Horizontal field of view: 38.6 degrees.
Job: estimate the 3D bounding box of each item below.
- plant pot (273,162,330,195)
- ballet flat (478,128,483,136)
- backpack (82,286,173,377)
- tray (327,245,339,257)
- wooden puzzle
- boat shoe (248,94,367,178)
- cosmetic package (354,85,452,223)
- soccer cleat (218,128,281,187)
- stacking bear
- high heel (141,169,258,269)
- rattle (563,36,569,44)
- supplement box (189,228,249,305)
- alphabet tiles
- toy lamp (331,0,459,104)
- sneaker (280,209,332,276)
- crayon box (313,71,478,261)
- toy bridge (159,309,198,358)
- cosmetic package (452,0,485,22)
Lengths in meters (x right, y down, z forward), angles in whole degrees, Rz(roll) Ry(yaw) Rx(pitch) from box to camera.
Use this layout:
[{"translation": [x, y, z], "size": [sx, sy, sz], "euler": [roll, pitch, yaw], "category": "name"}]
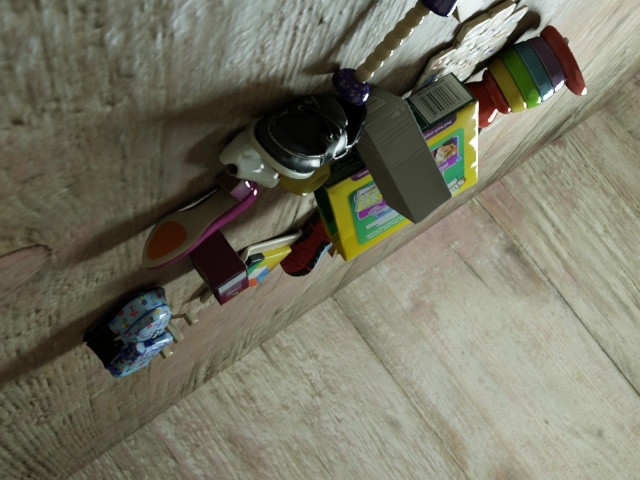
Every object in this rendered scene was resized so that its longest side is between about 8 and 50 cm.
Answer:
[{"translation": [-0.037, -0.137, 1.664], "size": [0.134, 0.095, 0.134], "euler": [-35, 169, -8], "category": "plant pot"}, {"translation": [0.400, -0.320, 2.402], "size": [0.086, 0.086, 0.248], "euler": [-25, 163, -49], "category": "ballet flat"}, {"translation": [-0.374, 0.181, 1.889], "size": [0.173, 0.117, 0.158], "euler": [-44, 169, 20], "category": "backpack"}, {"translation": [0.188, -0.114, 2.590], "size": [0.411, 0.076, 0.203], "euler": [-35, 170, -15], "category": "tray"}, {"translation": [-0.167, 0.069, 2.281], "size": [0.221, 0.044, 0.239], "euler": [-45, 167, 35], "category": "wooden puzzle"}, {"translation": [-0.003, -0.186, 1.487], "size": [0.113, 0.127, 0.340], "euler": [-43, 170, 23], "category": "boat shoe"}, {"translation": [0.143, -0.161, 1.728], "size": [0.107, 0.238, 0.127], "euler": [-34, -149, -10], "category": "cosmetic package"}, {"translation": [-0.120, -0.129, 1.530], "size": [0.076, 0.068, 0.196], "euler": [-34, 163, -1], "category": "soccer cleat"}, {"translation": [0.446, -0.364, 2.143], "size": [0.289, 0.175, 0.164], "euler": [-29, 149, 9], "category": "stacking bear"}, {"translation": [-0.209, -0.029, 1.616], "size": [0.244, 0.082, 0.117], "euler": [-49, 160, -7], "category": "high heel"}, {"translation": [0.544, -0.454, 2.307], "size": [0.143, 0.130, 0.199], "euler": [-41, 151, -62], "category": "rattle"}, {"translation": [-0.211, 0.059, 1.925], "size": [0.081, 0.104, 0.188], "euler": [-35, 169, -11], "category": "supplement box"}, {"translation": [0.302, -0.390, 1.898], "size": [0.278, 0.021, 0.284], "euler": [-33, 169, -22], "category": "alphabet tiles"}, {"translation": [0.127, -0.328, 1.437], "size": [0.275, 0.080, 0.080], "euler": [-42, 169, 37], "category": "toy lamp"}, {"translation": [0.000, 0.000, 2.379], "size": [0.262, 0.104, 0.125], "euler": [-43, 170, 31], "category": "sneaker"}, {"translation": [0.163, -0.149, 1.960], "size": [0.363, 0.106, 0.313], "euler": [-31, 152, -8], "category": "crayon box"}, {"translation": [-0.362, 0.223, 2.250], "size": [0.026, 0.063, 0.188], "euler": [-26, 164, -46], "category": "toy bridge"}, {"translation": [0.241, -0.413, 1.535], "size": [0.060, 0.041, 0.115], "euler": [-39, 169, 9], "category": "cosmetic package"}]
